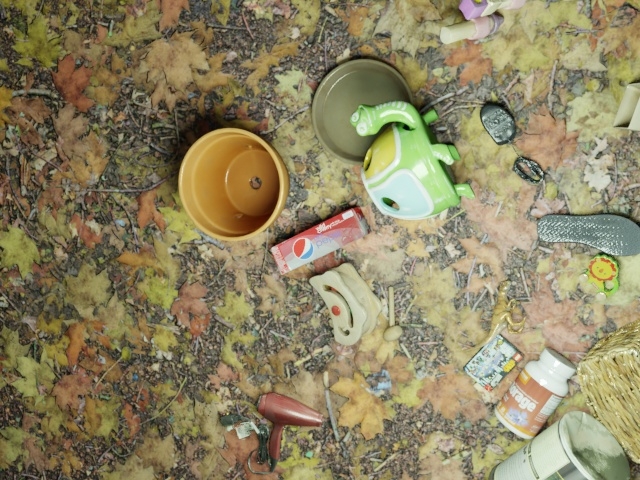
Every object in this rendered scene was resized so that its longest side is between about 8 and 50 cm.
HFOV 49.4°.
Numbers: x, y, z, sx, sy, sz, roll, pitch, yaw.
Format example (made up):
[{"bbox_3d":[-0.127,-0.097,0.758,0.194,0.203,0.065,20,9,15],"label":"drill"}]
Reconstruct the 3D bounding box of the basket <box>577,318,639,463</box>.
[{"bbox_3d":[0.797,0.363,1.708,0.213,0.223,0.299,-35,86,50],"label":"basket"}]

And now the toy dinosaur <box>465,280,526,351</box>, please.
[{"bbox_3d":[0.466,0.211,1.801,0.112,0.064,0.212,19,81,19],"label":"toy dinosaur"}]

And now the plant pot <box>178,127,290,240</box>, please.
[{"bbox_3d":[-0.207,-0.153,1.875,0.290,0.203,0.291,2,97,15],"label":"plant pot"}]

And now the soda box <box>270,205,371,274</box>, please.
[{"bbox_3d":[0.000,0.000,1.891,0.263,0.092,0.084,-25,90,17],"label":"soda box"}]

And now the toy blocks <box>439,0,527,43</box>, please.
[{"bbox_3d":[0.399,-0.664,1.626,0.260,0.309,0.289,-22,80,-25],"label":"toy blocks"}]

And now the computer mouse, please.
[{"bbox_3d":[0.484,-0.243,1.761,0.071,0.041,0.242,-34,93,15],"label":"computer mouse"}]

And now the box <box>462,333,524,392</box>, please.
[{"bbox_3d":[0.455,0.320,1.833,0.094,0.027,0.137,41,105,7],"label":"box"}]

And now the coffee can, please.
[{"bbox_3d":[0.574,0.572,1.695,0.201,0.201,0.275,42,125,8],"label":"coffee can"}]

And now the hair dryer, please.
[{"bbox_3d":[-0.122,0.540,2.013,0.293,0.080,0.224,-25,105,22],"label":"hair dryer"}]

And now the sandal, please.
[{"bbox_3d":[0.671,-0.023,1.727,0.254,0.054,0.097,12,92,24],"label":"sandal"}]

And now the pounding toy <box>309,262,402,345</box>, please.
[{"bbox_3d":[0.104,0.180,1.896,0.270,0.154,0.154,53,135,14],"label":"pounding toy"}]

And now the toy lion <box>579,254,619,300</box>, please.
[{"bbox_3d":[0.697,0.087,1.717,0.100,0.034,0.096,48,130,5],"label":"toy lion"}]

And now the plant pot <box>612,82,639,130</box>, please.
[{"bbox_3d":[0.769,-0.303,1.637,0.096,0.109,0.109,17,101,1],"label":"plant pot"}]

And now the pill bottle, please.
[{"bbox_3d":[0.548,0.384,1.765,0.121,0.121,0.216,33,103,10],"label":"pill bottle"}]

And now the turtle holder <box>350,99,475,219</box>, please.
[{"bbox_3d":[0.213,-0.184,1.701,0.227,0.320,0.243,-26,61,18],"label":"turtle holder"}]

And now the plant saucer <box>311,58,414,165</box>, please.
[{"bbox_3d":[0.113,-0.338,1.848,0.277,0.041,0.278,2,96,15],"label":"plant saucer"}]
